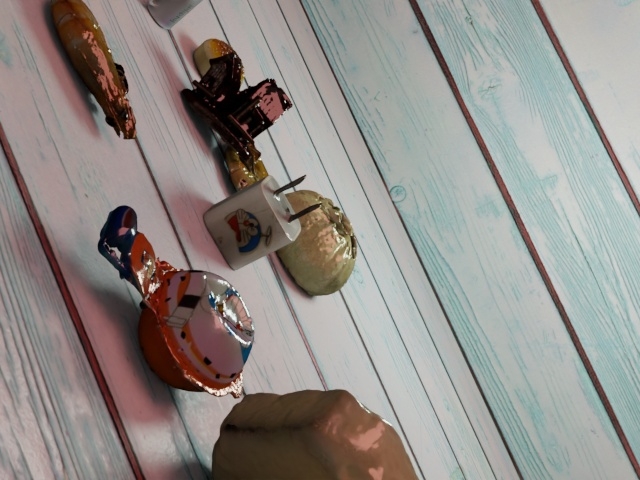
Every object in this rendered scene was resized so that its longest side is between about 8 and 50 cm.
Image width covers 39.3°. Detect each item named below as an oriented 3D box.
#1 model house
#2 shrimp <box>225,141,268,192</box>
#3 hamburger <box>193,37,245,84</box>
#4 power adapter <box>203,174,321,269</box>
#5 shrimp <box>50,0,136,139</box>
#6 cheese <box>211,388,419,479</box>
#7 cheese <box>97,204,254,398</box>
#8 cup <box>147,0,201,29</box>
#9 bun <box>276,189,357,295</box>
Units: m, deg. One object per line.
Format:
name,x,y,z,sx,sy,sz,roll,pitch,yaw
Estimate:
model house,-0.173,-0.299,1.902,0.203,0.164,0.141,45,8,-14
shrimp,-0.165,-0.164,1.959,0.145,0.061,0.267,34,34,-44
hamburger,-0.230,-0.409,2.087,0.141,0.081,0.127,31,35,-61
power adapter,-0.099,-0.051,1.715,0.130,0.205,0.125,59,16,-9
shrimp,-0.369,-0.289,1.504,0.287,0.063,0.152,64,4,4
cheese,-0.008,0.326,1.208,0.115,0.318,0.326,-41,150,-43
cheese,-0.204,0.097,1.278,0.329,0.129,0.217,56,16,-25
cup,-0.318,-0.518,1.927,0.104,0.116,0.074,15,48,-60
bun,0.000,0.000,2.061,0.259,0.152,0.259,57,15,-23
